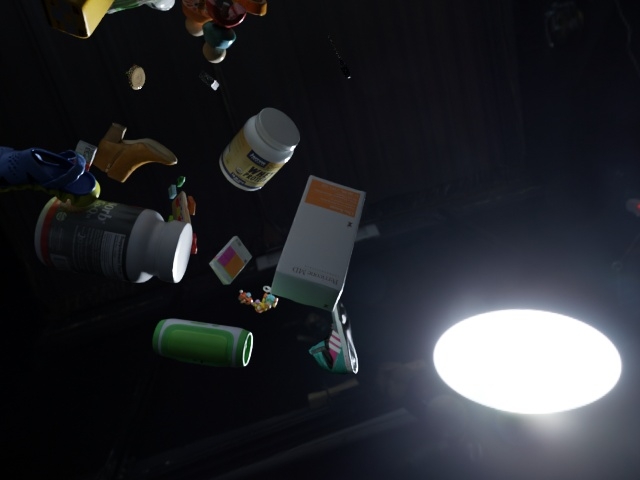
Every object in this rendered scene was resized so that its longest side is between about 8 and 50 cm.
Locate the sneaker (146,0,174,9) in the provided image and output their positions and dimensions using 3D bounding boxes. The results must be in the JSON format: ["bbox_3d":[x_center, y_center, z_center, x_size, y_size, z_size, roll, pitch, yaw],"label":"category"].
[{"bbox_3d":[-0.507,-0.881,1.573,0.129,0.111,0.297,134,-26,-57],"label":"sneaker"}]

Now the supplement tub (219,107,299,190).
[{"bbox_3d":[-0.255,-0.379,2.000,0.316,0.228,0.228,-38,179,40],"label":"supplement tub"}]

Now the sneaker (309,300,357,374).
[{"bbox_3d":[0.037,0.409,1.958,0.178,0.295,0.124,-16,163,18],"label":"sneaker"}]

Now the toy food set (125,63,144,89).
[{"bbox_3d":[-0.644,-0.571,1.669,0.020,0.082,0.083,17,-129,16],"label":"toy food set"}]

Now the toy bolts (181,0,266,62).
[{"bbox_3d":[-0.260,-0.583,1.290,0.218,0.158,0.228,7,-135,-27],"label":"toy bolts"}]

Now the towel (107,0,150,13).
[{"bbox_3d":[-0.545,-0.837,1.417,0.325,0.247,0.038,-10,-154,12],"label":"towel"}]

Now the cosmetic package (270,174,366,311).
[{"bbox_3d":[0.000,0.000,1.710,0.230,0.161,0.453,17,-126,-1],"label":"cosmetic package"}]

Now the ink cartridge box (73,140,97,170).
[{"bbox_3d":[-0.884,-0.310,1.783,0.115,0.063,0.029,-54,-155,29],"label":"ink cartridge box"}]

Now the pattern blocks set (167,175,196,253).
[{"bbox_3d":[-0.556,-0.090,1.916,0.026,0.324,0.285,-1,171,-36],"label":"pattern blocks set"}]

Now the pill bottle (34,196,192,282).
[{"bbox_3d":[-0.559,0.002,1.325,0.363,0.210,0.210,10,-162,-2],"label":"pill bottle"}]

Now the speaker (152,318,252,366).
[{"bbox_3d":[-0.378,0.330,1.541,0.297,0.131,0.131,7,-159,6],"label":"speaker"}]

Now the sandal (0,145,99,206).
[{"bbox_3d":[-0.701,-0.181,1.154,0.317,0.126,0.138,7,149,-28],"label":"sandal"}]

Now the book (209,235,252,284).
[{"bbox_3d":[-0.304,0.066,1.627,0.035,0.096,0.144,-9,-148,41],"label":"book"}]

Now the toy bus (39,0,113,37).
[{"bbox_3d":[-0.539,-0.640,1.121,0.130,0.332,0.108,18,153,-6],"label":"toy bus"}]

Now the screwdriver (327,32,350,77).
[{"bbox_3d":[0.061,-0.609,1.570,0.024,0.170,0.025,3,-129,34],"label":"screwdriver"}]

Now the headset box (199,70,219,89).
[{"bbox_3d":[-0.439,-0.629,1.878,0.032,0.062,0.083,-54,-176,4],"label":"headset box"}]

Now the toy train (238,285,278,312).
[{"bbox_3d":[-0.253,0.243,1.915,0.166,0.125,0.046,-20,-150,33],"label":"toy train"}]

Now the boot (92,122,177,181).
[{"bbox_3d":[-0.759,-0.323,1.951,0.211,0.295,0.104,-56,-165,21],"label":"boot"}]
